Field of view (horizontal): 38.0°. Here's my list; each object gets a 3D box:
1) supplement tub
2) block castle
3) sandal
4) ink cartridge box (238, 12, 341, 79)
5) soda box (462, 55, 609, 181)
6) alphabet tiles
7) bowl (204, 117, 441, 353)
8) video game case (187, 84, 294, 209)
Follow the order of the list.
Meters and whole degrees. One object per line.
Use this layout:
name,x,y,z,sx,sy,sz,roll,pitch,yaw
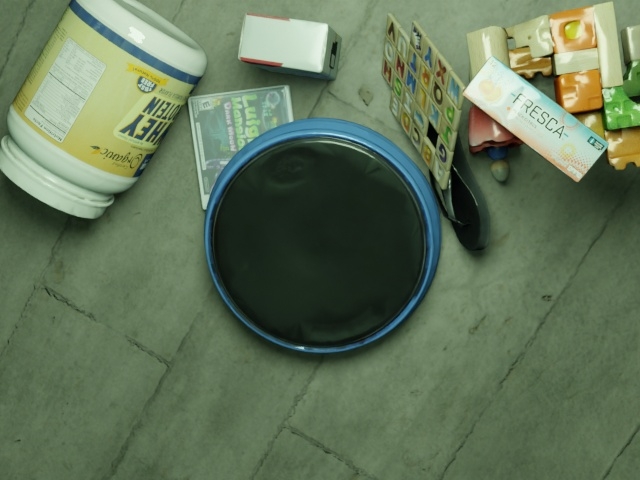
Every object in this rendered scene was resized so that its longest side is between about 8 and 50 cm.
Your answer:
supplement tub,-0.347,-0.216,1.458,0.228,0.228,0.316,35,102,2
block castle,0.431,-0.208,1.309,0.453,0.303,0.213,-8,92,10
sandal,0.197,-0.101,1.462,0.054,0.097,0.254,-18,86,-20
ink cartridge box,-0.043,-0.296,1.428,0.127,0.175,0.072,9,97,7
soda box,0.267,-0.152,1.160,0.183,0.058,0.063,39,102,5
alphabet tiles,0.145,-0.224,1.383,0.009,0.198,0.237,-16,52,-15
bowl,0.000,0.000,1.503,0.391,0.077,0.391,1,103,5
video game case,-0.124,-0.153,1.540,0.173,0.022,0.190,-6,98,9
